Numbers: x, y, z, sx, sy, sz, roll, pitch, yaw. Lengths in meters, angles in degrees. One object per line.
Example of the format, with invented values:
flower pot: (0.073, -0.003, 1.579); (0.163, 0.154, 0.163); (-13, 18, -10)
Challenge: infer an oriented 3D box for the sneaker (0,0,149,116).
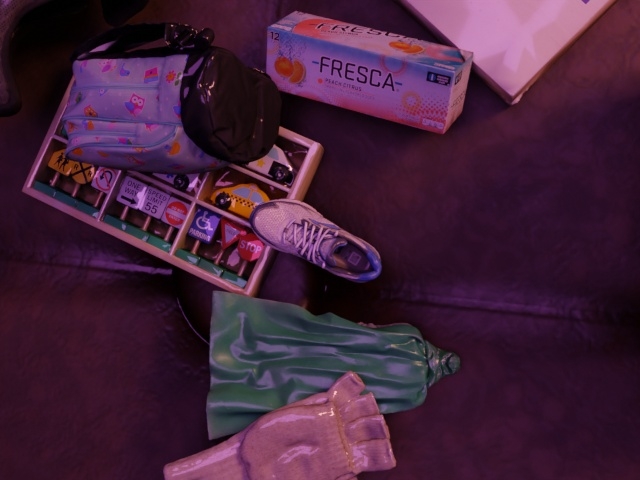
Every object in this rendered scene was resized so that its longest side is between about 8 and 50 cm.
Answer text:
sneaker: (-0.228, -0.324, 0.729); (0.202, 0.185, 0.482); (37, 85, -19)

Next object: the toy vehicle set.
toy vehicle set: (-0.150, -0.070, 0.760); (0.267, 0.035, 0.165); (24, 92, 11)

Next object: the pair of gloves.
pair of gloves: (-0.002, 0.255, 0.687); (0.204, 0.042, 0.240); (-28, 103, 4)

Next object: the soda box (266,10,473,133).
soda box: (0.041, -0.157, 0.694); (0.183, 0.058, 0.062); (18, 127, 18)

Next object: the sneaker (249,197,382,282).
sneaker: (0.000, 0.000, 0.696); (0.135, 0.058, 0.052); (22, 93, -11)

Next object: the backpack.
backpack: (-0.144, -0.116, 0.672); (0.182, 0.152, 0.115); (4, 78, 23)

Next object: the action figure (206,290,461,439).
action figure: (0.014, 0.117, 0.707); (0.232, 0.063, 0.137); (0, 86, 4)

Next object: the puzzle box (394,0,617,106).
puzzle box: (0.129, -0.359, 0.712); (0.272, 0.052, 0.409); (-44, 81, 6)
